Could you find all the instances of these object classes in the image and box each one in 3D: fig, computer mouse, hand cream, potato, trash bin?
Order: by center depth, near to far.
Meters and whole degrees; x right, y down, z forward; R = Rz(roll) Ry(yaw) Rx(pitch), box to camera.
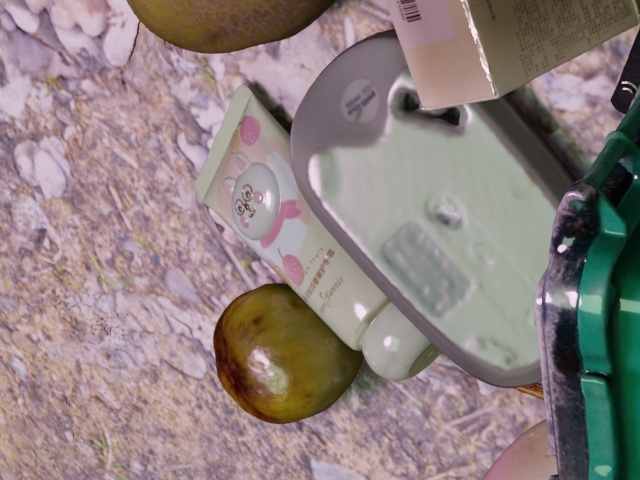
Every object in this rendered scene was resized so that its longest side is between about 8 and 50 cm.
[{"bbox_3d":[0.358,0.063,1.008,0.381,0.259,0.295,8,126,27],"label":"trash bin"},{"bbox_3d":[-0.073,-0.250,1.236,0.251,0.159,0.174,-1,137,28],"label":"potato"},{"bbox_3d":[0.115,-0.029,1.245,0.197,0.095,0.331,-40,86,24],"label":"computer mouse"},{"bbox_3d":[0.000,0.000,1.370,0.306,0.093,0.147,46,133,21],"label":"hand cream"},{"bbox_3d":[-0.039,0.112,1.423,0.153,0.121,0.136,23,130,26],"label":"fig"}]

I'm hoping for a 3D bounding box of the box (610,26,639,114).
[{"bbox_3d":[0.293,-0.128,1.106,0.125,0.027,0.126,31,129,20],"label":"box"}]

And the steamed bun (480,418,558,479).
[{"bbox_3d":[0.243,0.237,1.253,0.238,0.152,0.170,-26,97,45],"label":"steamed bun"}]

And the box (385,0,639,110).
[{"bbox_3d":[0.124,-0.225,1.077,0.095,0.168,0.212,-2,112,54],"label":"box"}]

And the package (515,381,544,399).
[{"bbox_3d":[0.178,0.087,1.306,0.108,0.031,0.121,21,126,27],"label":"package"}]
